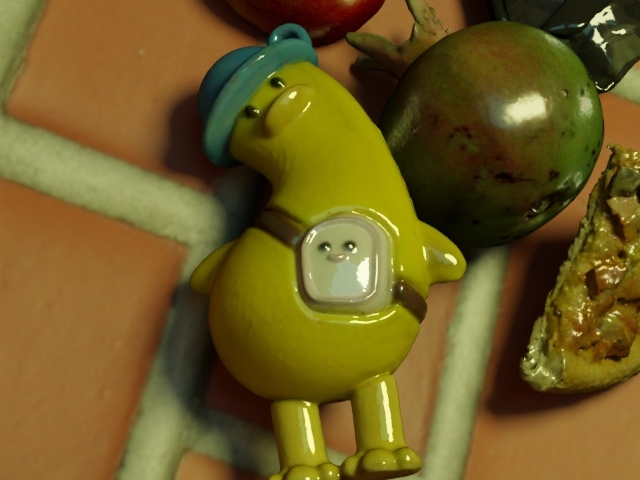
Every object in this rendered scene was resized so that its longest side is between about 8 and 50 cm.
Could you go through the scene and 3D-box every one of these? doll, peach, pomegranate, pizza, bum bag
[{"bbox_3d":[0.000,0.000,0.935,0.199,0.145,0.363,-11,67,6],"label":"doll"},{"bbox_3d":[-0.017,-0.229,1.050,0.151,0.151,0.118,-9,28,-19],"label":"peach"},{"bbox_3d":[0.112,-0.103,1.012,0.181,0.181,0.224,-26,60,-26],"label":"pomegranate"},{"bbox_3d":[0.257,0.012,1.016,0.292,0.058,0.197,-31,125,-32],"label":"pizza"},{"bbox_3d":[0.180,-0.273,1.142,0.144,0.095,0.340,-16,69,-17],"label":"bum bag"}]
